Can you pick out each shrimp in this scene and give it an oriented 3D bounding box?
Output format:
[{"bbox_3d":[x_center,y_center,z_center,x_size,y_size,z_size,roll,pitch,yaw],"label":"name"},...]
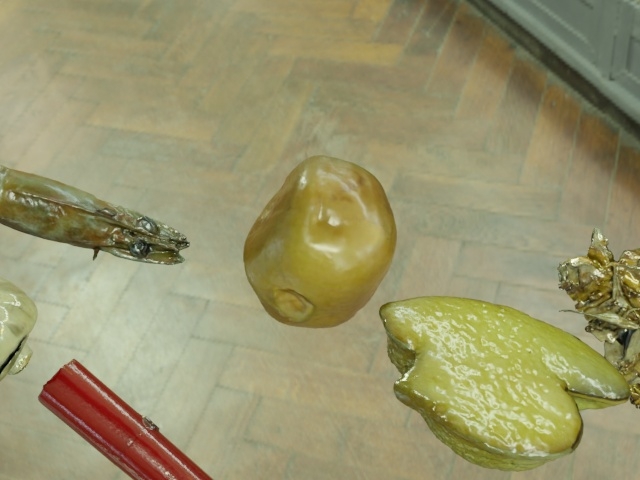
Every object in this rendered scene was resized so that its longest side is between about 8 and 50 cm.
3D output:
[{"bbox_3d":[-0.271,-0.027,0.858,0.296,0.169,0.058,19,79,-10],"label":"shrimp"}]

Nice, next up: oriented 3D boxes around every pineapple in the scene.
[{"bbox_3d":[0.432,0.116,1.153,0.161,0.334,0.158,-26,32,26],"label":"pineapple"}]

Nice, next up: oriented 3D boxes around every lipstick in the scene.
[{"bbox_3d":[-0.234,0.265,1.169,0.279,0.073,0.073,38,59,6],"label":"lipstick"}]

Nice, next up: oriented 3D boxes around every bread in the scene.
[{"bbox_3d":[0.126,0.106,0.619,0.187,0.065,0.149,9,30,-23],"label":"bread"}]

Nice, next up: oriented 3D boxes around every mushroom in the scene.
[{"bbox_3d":[-0.411,0.116,1.121,0.154,0.122,0.154,-25,40,23],"label":"mushroom"}]

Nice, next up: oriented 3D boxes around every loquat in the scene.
[{"bbox_3d":[0.000,0.000,0.709,0.113,0.137,0.137,14,48,-1],"label":"loquat"}]
